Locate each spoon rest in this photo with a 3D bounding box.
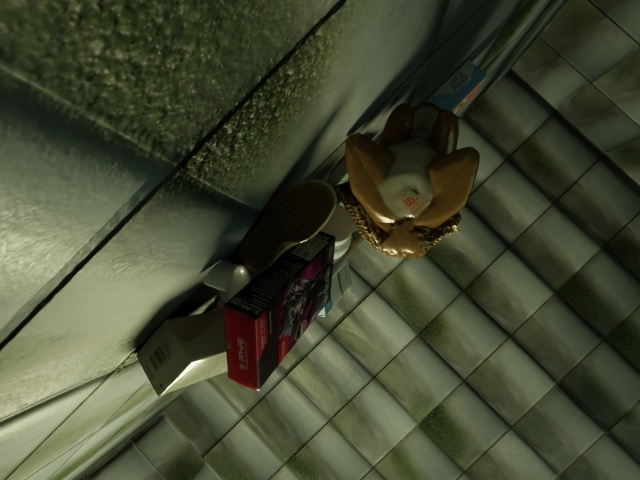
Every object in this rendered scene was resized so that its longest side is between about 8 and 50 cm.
[{"bbox_3d":[-0.201,0.113,1.010,0.276,0.137,0.084,86,24,-69],"label":"spoon rest"}]

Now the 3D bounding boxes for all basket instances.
[{"bbox_3d":[0.203,-0.132,1.386,0.223,0.213,0.299,-29,-169,2],"label":"basket"}]

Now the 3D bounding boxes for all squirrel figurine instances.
[{"bbox_3d":[0.245,-0.164,1.104,0.370,0.281,0.396,-67,155,-52],"label":"squirrel figurine"}]

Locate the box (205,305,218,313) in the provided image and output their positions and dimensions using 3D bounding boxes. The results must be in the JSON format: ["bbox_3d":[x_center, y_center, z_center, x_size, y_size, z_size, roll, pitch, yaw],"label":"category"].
[{"bbox_3d":[-0.324,0.252,1.425,0.201,0.057,0.293,-46,175,31],"label":"box"}]

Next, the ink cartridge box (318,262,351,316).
[{"bbox_3d":[-0.045,0.217,2.050,0.286,0.166,0.395,-4,-166,24],"label":"ink cartridge box"}]

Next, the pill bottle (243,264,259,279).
[{"bbox_3d":[-0.121,0.104,1.223,0.121,0.121,0.216,-47,159,24],"label":"pill bottle"}]

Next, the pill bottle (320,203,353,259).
[{"bbox_3d":[0.000,0.000,1.337,0.169,0.169,0.301,-42,174,-24],"label":"pill bottle"}]

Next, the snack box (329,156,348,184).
[{"bbox_3d":[0.087,-0.202,1.128,0.100,0.037,0.141,-46,174,24],"label":"snack box"}]

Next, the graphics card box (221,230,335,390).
[{"bbox_3d":[-0.087,0.154,1.042,0.371,0.094,0.232,-46,147,-49],"label":"graphics card box"}]

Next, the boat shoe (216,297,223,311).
[{"bbox_3d":[-0.156,0.168,1.333,0.342,0.123,0.123,4,125,-40],"label":"boat shoe"}]

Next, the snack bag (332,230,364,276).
[{"bbox_3d":[-0.015,0.072,1.615,0.323,0.037,0.342,-4,-148,43],"label":"snack bag"}]

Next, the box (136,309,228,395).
[{"bbox_3d":[-0.285,0.270,1.086,0.148,0.121,0.311,-46,159,17],"label":"box"}]

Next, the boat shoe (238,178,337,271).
[{"bbox_3d":[-0.065,-0.039,0.897,0.302,0.109,0.098,-41,-176,40],"label":"boat shoe"}]

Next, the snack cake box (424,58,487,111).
[{"bbox_3d":[0.415,-0.456,1.414,0.264,0.089,0.152,-45,173,1],"label":"snack cake box"}]
